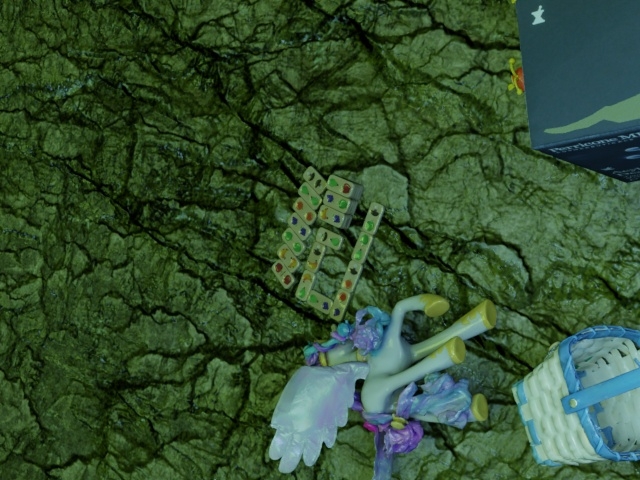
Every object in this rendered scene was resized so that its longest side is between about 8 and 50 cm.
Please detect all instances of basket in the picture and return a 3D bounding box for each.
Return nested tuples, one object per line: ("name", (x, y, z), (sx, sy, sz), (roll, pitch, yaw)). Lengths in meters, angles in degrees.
("basket", (0.441, 0.216, 1.495), (0.289, 0.255, 0.201), (-28, 70, 41))

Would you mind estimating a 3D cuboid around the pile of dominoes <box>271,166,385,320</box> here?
("pile of dominoes", (0.000, 0.000, 1.939), (0.196, 0.040, 0.251), (26, 100, 33))

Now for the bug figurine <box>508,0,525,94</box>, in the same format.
("bug figurine", (0.372, -0.379, 1.699), (0.216, 0.072, 0.278), (-24, 73, 30))

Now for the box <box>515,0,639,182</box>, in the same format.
("box", (0.487, -0.223, 1.413), (0.294, 0.395, 0.211), (-9, 81, 34))

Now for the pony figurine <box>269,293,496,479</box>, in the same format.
("pony figurine", (0.105, 0.254, 1.741), (0.364, 0.303, 0.350), (-19, 44, 35))
